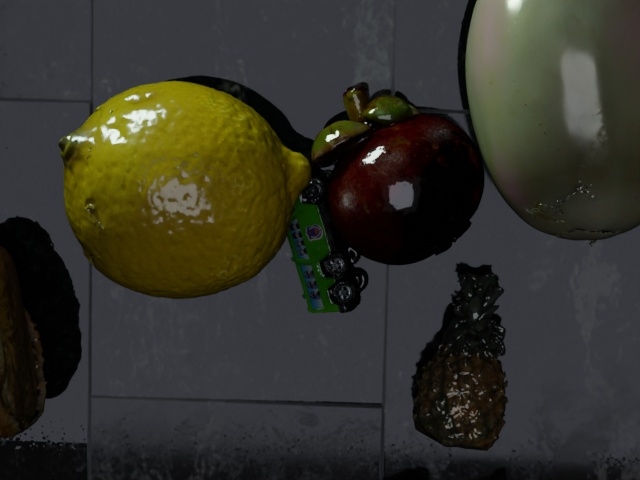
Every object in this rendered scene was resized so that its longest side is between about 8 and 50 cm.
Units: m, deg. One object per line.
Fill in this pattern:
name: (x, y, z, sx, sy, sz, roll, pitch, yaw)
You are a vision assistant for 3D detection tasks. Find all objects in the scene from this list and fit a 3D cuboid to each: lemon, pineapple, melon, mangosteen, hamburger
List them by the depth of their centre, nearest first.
melon: (0.263, -0.150, 1.657, 0.223, 0.223, 0.317, -9, 97, 3)
lemon: (-0.140, -0.050, 1.685, 0.253, 0.228, 0.228, 10, 98, 6)
mangosteen: (0.077, -0.072, 1.699, 0.199, 0.200, 0.200, 0, 97, 2)
hamburger: (-0.410, 0.137, 1.728, 0.211, 0.245, 0.260, -13, 135, -5)
pineapple: (0.163, 0.130, 1.767, 0.108, 0.108, 0.198, 11, 84, 1)

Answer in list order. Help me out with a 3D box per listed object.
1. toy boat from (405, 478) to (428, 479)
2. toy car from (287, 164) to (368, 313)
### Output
toy boat: (0.112, 0.318, 1.792, 0.215, 0.088, 0.102, -18, 93, 6)
toy car: (0.000, 0.000, 1.766, 0.062, 0.071, 0.165, -14, 97, 18)
